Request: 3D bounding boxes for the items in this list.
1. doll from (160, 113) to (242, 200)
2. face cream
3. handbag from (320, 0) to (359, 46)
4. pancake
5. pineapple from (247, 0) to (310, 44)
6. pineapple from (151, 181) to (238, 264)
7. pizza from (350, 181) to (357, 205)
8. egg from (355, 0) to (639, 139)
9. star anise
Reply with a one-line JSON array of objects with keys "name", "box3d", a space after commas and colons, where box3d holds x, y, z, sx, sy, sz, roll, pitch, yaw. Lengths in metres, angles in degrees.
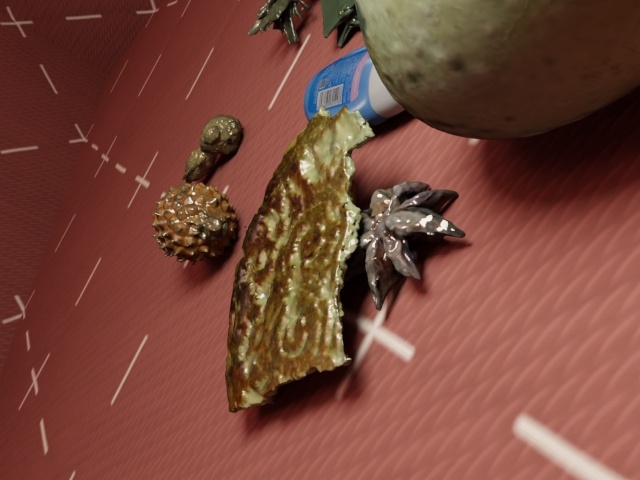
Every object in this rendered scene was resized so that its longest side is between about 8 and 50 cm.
[{"name": "doll", "box3d": [-0.277, -0.169, 1.558, 0.286, 0.091, 0.202, -44, -2, 9]}, {"name": "face cream", "box3d": [0.075, -0.238, 1.046, 0.264, 0.083, 0.149, 2, 68, 59]}, {"name": "handbag", "box3d": [0.093, -0.518, 1.273, 0.247, 0.079, 0.260, -36, 40, 41]}, {"name": "pancake", "box3d": [-0.028, 0.023, 0.937, 0.304, 0.066, 0.427, -16, 61, 53]}, {"name": "pineapple", "box3d": [-0.038, -0.588, 1.472, 0.365, 0.165, 0.165, -60, 28, 8]}, {"name": "pineapple", "box3d": [-0.232, -0.031, 1.291, 0.193, 0.166, 0.166, 11, 74, 59]}, {"name": "pizza", "box3d": [0.000, 0.000, 0.991, 0.131, 0.041, 0.178, 8, 82, 63]}, {"name": "egg", "box3d": [0.200, -0.287, 0.618, 0.428, 0.345, 0.345, 124, 155, -43]}, {"name": "star anise", "box3d": [0.086, -0.003, 0.847, 0.181, 0.061, 0.204, -58, 29, 7]}]
